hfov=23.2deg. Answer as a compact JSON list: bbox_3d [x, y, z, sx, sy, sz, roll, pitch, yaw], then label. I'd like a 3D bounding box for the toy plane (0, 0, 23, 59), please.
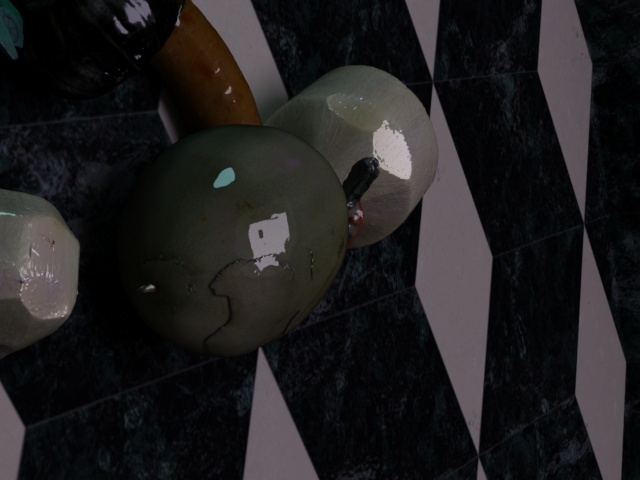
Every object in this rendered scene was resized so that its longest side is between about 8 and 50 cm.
[{"bbox_3d":[-0.413,-0.168,1.536,0.382,0.106,0.155,-34,106,-52],"label":"toy plane"}]

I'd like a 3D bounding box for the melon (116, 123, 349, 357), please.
[{"bbox_3d":[-0.111,-0.003,1.874,0.330,0.269,0.268,-42,122,-49],"label":"melon"}]

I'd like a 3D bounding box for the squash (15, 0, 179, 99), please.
[{"bbox_3d":[-0.251,-0.247,1.740,0.156,0.193,0.193,28,56,-19],"label":"squash"}]

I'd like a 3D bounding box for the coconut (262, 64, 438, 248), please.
[{"bbox_3d":[0.032,-0.108,2.165,0.266,0.237,0.237,-40,120,-55],"label":"coconut"}]

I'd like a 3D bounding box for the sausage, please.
[{"bbox_3d":[-0.152,-0.198,1.995,0.270,0.109,0.109,61,37,-35],"label":"sausage"}]

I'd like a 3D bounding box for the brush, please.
[{"bbox_3d":[0.001,0.000,2.055,0.051,0.323,0.070,4,52,-30],"label":"brush"}]

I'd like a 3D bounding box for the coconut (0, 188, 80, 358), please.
[{"bbox_3d":[-0.330,0.039,1.593,0.161,0.161,0.162,39,44,-52],"label":"coconut"}]
